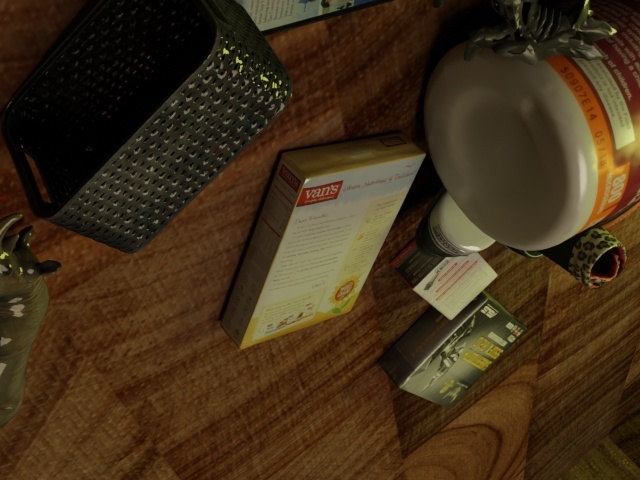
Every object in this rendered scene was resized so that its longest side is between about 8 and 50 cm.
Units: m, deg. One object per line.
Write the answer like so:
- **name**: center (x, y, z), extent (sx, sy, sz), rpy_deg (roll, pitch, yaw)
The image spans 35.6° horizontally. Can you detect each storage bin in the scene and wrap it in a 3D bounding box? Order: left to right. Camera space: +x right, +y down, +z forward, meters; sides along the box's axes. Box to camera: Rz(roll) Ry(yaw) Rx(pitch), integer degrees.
- **storage bin**: center (-0.123, -0.094, 0.693), extent (0.180, 0.122, 0.084), rpy_deg (-43, 144, 16)

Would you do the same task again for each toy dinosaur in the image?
- **toy dinosaur**: center (0.142, -0.264, 0.771), extent (0.322, 0.164, 0.218), rpy_deg (-3, 149, 16)

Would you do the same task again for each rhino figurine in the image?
- **rhino figurine**: center (-0.273, 0.071, 0.805), extent (0.106, 0.073, 0.243), rpy_deg (-5, 133, -42)

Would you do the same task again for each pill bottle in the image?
- **pill bottle**: center (0.325, -0.162, 1.065), extent (0.392, 0.224, 0.224), rpy_deg (-26, 146, -26)

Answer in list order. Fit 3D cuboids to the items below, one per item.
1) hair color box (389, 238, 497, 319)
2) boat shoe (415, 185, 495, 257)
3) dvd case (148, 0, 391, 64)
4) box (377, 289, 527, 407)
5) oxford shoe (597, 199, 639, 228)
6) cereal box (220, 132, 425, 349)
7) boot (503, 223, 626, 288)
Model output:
- **hair color box**: center (0.165, 0.038, 1.308), extent (0.093, 0.053, 0.167), rpy_deg (-44, 152, 4)
- **boat shoe**: center (0.228, -0.083, 1.190), extent (0.301, 0.108, 0.102), rpy_deg (-44, -175, -22)
- **dvd case**: center (-0.016, -0.240, 0.762), extent (0.253, 0.022, 0.180), rpy_deg (-23, 146, -31)
- **box**: center (0.206, 0.159, 1.510), extent (0.183, 0.056, 0.231), rpy_deg (-47, 150, 5)
- **oxford shoe**: center (0.431, -0.137, 1.385), extent (0.098, 0.097, 0.271), rpy_deg (14, 116, -34)
- **cereal box**: center (0.000, 0.000, 1.065), extent (0.173, 0.047, 0.240), rpy_deg (-14, 139, -41)
- **boot**: center (0.317, 0.006, 1.318), extent (0.085, 0.178, 0.236), rpy_deg (-41, 150, -3)
